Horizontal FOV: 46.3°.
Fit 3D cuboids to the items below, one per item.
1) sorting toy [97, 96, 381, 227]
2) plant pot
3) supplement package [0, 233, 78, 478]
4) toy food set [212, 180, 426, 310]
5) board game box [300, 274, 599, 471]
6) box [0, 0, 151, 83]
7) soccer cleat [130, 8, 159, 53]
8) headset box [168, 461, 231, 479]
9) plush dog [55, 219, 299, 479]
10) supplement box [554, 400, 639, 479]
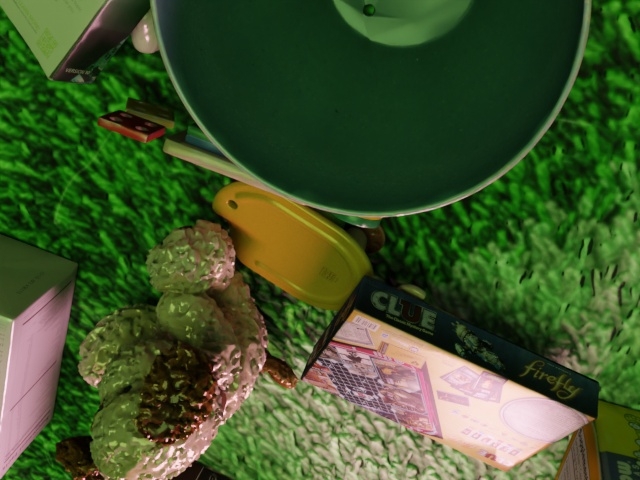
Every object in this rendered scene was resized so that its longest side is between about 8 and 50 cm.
[{"bbox_3d":[-0.062,-0.093,0.681,0.274,0.132,0.046,21,109,5],"label":"sorting toy"},{"bbox_3d":[0.046,-0.190,0.567,0.290,0.195,0.290,7,120,12],"label":"plant pot"},{"bbox_3d":[-0.386,0.133,0.857,0.134,0.139,0.244,20,116,3],"label":"supplement package"},{"bbox_3d":[0.000,0.000,0.748,0.218,0.071,0.128,34,141,0],"label":"toy food set"},{"bbox_3d":[0.119,0.138,0.737,0.243,0.042,0.165,25,142,-5],"label":"board game box"},{"bbox_3d":[-0.178,-0.323,0.611,0.322,0.058,0.232,-42,78,27],"label":"box"},{"bbox_3d":[-0.120,-0.253,0.663,0.076,0.068,0.196,22,114,1],"label":"soccer cleat"},{"bbox_3d":[-0.117,0.426,0.933,0.293,0.110,0.218,26,116,2],"label":"headset box"},{"bbox_3d":[-0.143,0.146,0.736,0.210,0.225,0.262,40,127,-7],"label":"plush dog"},{"bbox_3d":[0.315,0.378,0.754,0.195,0.194,0.356,15,116,8],"label":"supplement box"}]
